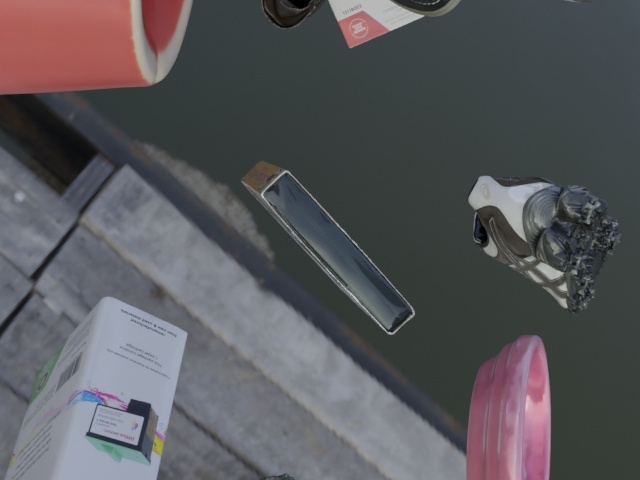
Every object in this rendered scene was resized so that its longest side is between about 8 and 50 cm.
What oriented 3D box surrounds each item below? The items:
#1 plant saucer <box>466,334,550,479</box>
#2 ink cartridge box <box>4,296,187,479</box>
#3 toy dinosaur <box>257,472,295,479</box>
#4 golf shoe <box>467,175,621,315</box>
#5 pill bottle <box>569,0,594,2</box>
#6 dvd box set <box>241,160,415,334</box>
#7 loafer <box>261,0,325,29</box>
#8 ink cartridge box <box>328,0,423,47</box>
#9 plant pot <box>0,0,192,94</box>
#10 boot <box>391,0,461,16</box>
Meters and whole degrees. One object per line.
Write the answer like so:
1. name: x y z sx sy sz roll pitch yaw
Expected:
1. plant saucer: 0.273 0.301 1.650 0.332 0.084 0.332 1 90 -71
2. ink cartridge box: -0.266 0.237 1.296 0.117 0.201 0.278 27 44 -21
3. toy dinosaur: -0.122 0.313 1.104 0.268 0.064 0.118 -25 124 -15
4. golf shoe: 0.165 -0.005 0.846 0.077 0.094 0.198 -62 155 -10
5. pill bottle: 0.350 -0.385 1.323 0.204 0.361 0.204 -2 95 -27
6. dvd box set: 0.000 0.000 1.945 0.307 0.062 0.420 47 -2 -11
7. loafer: -0.032 -0.316 1.400 0.080 0.220 0.078 42 66 -3
8. ink cartridge box: 0.054 -0.364 1.473 0.198 0.115 0.067 65 26 -11
9. plant pot: -0.211 -0.213 0.737 0.243 0.275 0.275 9 51 4
10. boot: 0.026 -0.314 1.122 0.178 0.085 0.236 13 29 -52
